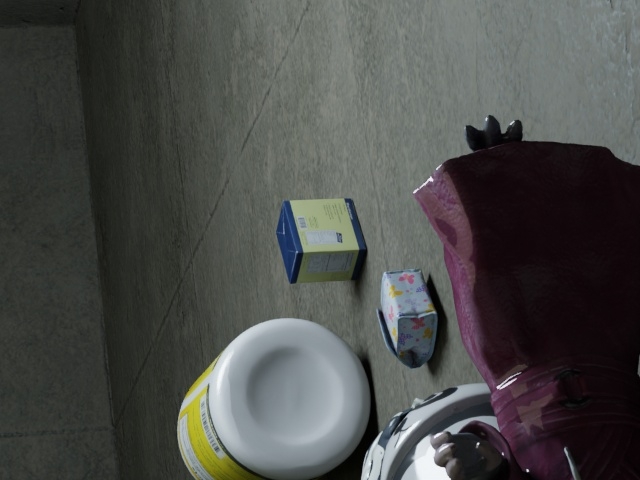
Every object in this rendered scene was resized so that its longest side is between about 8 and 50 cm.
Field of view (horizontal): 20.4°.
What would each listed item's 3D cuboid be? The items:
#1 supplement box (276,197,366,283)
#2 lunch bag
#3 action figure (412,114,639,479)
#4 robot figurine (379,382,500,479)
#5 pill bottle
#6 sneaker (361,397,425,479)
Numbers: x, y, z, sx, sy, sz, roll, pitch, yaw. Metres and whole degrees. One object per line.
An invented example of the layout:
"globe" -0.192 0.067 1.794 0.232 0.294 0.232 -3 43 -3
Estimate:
"supplement box" 0.000 0.000 2.060 0.056 0.083 0.083 105 157 -47
"lunch bag" 0.088 0.082 1.821 0.083 0.053 0.071 90 168 -45
"action figure" 0.156 0.112 1.221 0.276 0.248 0.370 117 150 -62
"robot figurine" 0.147 0.226 1.394 0.278 0.209 0.174 -122 20 -60
"pill bottle" -0.069 0.218 2.147 0.334 0.187 0.188 133 133 -69
"sneaker" 0.084 0.258 1.729 0.153 0.094 0.235 106 180 -49
